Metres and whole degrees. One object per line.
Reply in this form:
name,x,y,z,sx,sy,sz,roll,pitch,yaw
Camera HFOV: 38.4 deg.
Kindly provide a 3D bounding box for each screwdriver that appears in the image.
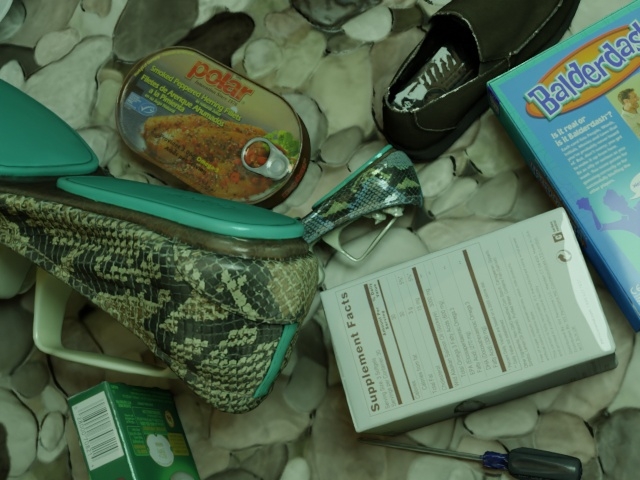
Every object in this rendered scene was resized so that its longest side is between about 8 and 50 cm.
screwdriver,0.108,0.160,0.684,0.170,0.025,0.024,2,79,28

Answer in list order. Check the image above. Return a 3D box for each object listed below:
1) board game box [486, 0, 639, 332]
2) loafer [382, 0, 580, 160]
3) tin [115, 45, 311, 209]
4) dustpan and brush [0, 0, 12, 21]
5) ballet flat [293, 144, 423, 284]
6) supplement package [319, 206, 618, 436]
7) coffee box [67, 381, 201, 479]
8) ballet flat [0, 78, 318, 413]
board game box,0.242,-0.064,0.664,0.160,0.047,0.210,-29,71,4
loafer,0.128,-0.159,0.714,0.080,0.078,0.220,37,91,22
tin,-0.093,-0.097,0.797,0.190,0.040,0.106,32,93,22
dustpan and brush,-0.310,-0.246,0.836,0.060,0.211,0.147,2,107,40
ballet flat,0.000,0.000,0.731,0.188,0.070,0.070,-35,69,12
supplement package,0.107,0.064,0.655,0.179,0.105,0.105,-20,72,13
coffee box,-0.125,0.200,0.698,0.040,0.113,0.184,-26,72,10
ballet flat,-0.211,-0.002,0.737,0.483,0.164,0.182,26,107,33
